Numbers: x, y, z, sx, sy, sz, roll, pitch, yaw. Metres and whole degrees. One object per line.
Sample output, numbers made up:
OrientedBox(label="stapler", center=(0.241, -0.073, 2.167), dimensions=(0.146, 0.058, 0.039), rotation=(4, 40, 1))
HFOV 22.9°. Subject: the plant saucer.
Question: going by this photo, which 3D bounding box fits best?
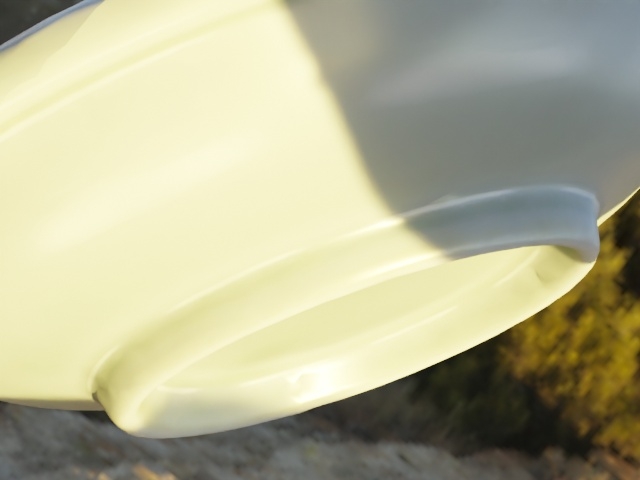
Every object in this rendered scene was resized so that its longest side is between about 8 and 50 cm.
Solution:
OrientedBox(label="plant saucer", center=(0.000, 0.000, 0.661), dimensions=(0.400, 0.400, 0.100), rotation=(18, 50, -65))
